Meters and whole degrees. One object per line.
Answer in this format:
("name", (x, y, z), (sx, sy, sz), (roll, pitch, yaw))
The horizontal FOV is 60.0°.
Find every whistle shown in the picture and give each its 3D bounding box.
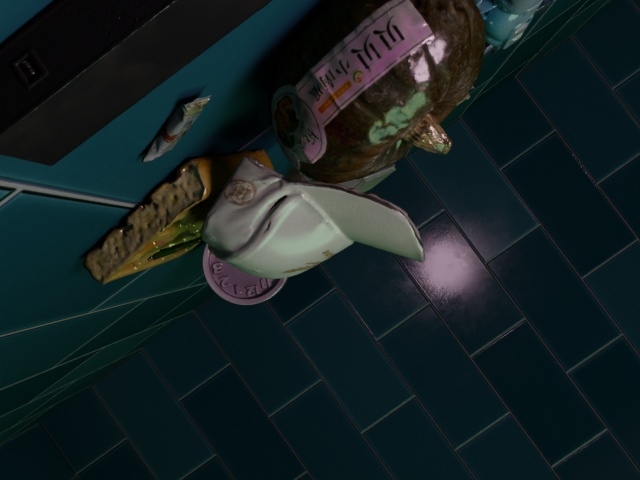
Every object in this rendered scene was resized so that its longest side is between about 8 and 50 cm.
("whistle", (0.299, -0.378, 0.861), (0.186, 0.093, 0.274), (-36, 174, -1))

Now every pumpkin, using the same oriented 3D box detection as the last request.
("pumpkin", (0.075, -0.166, 0.619), (0.260, 0.189, 0.260), (-37, 179, -1))

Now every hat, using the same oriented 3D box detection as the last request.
("hat", (-0.002, -0.008, 0.786), (0.258, 0.302, 0.167), (-26, 134, -77))

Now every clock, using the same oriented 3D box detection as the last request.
("clock", (-0.167, 0.049, 1.270), (0.197, 0.196, 0.068), (-36, 177, -4))

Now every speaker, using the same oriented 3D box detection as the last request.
("speaker", (-0.115, -0.131, 0.347), (0.218, 0.044, 0.082), (-36, 178, 5))

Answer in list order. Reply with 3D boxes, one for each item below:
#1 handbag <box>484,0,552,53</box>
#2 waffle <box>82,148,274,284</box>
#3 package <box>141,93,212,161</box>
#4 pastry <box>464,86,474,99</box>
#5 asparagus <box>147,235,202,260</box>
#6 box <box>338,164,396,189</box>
("handbag", (0.349, -0.414, 1.119), (0.229, 0.062, 0.179), (-37, 178, 20))
("waffle", (-0.199, -0.038, 0.826), (0.248, 0.055, 0.221), (-37, 177, 23))
("package", (-0.147, -0.114, 0.565), (0.110, 0.015, 0.037), (-36, -177, 42))
("pastry", (0.246, -0.311, 1.371), (0.259, 0.089, 0.121), (-35, -179, 2))
("asparagus", (-0.203, 0.007, 0.830), (0.166, 0.016, 0.013), (-29, 131, -64))
("box", (0.064, -0.165, 1.149), (0.086, 0.129, 0.225), (-38, 177, 25))
